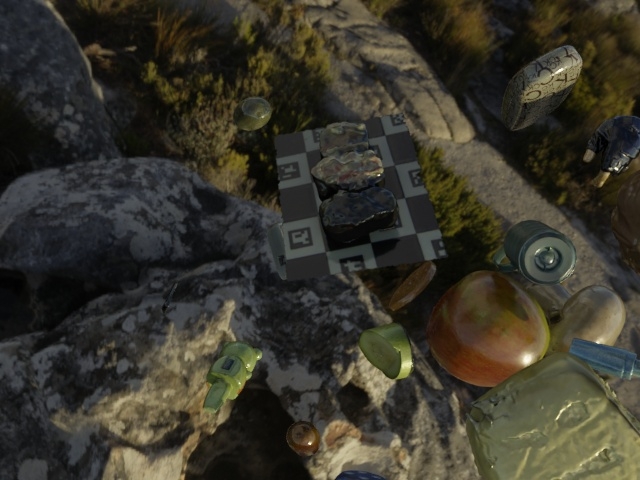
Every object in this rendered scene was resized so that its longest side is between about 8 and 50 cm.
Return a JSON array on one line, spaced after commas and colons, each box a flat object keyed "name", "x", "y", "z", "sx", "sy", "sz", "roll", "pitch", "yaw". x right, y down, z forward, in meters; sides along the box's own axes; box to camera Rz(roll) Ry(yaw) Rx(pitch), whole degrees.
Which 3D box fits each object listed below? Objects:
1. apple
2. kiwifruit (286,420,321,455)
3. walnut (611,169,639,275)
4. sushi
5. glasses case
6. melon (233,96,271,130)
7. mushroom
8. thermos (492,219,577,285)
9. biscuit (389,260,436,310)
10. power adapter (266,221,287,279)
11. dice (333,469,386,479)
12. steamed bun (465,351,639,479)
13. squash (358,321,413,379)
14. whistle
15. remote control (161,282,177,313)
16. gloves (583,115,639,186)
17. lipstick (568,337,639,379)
[{"name": "apple", "x": 0.484, "y": 0.261, "z": 1.540, "sx": 0.339, "sy": 0.339, "sz": 0.340, "roll": 10, "pitch": 54, "yaw": -14}, {"name": "kiwifruit", "x": -0.037, "y": 0.447, "z": 1.196, "sx": 0.075, "sy": 0.124, "sz": 0.075, "roll": -4, "pitch": 61, "yaw": 8}, {"name": "walnut", "x": 0.728, "y": -0.046, "z": 1.079, "sx": 0.273, "sy": 0.273, "sz": 0.227, "roll": -11, "pitch": 49, "yaw": -27}, {"name": "sushi", "x": 0.057, "y": -0.126, "z": 1.012, "sx": 0.296, "sy": 0.100, "sz": 0.373, "roll": -9, "pitch": 57, "yaw": 3}, {"name": "glasses case", "x": 0.480, "y": -0.326, "z": 1.176, "sx": 0.137, "sy": 0.354, "sz": 0.085, "roll": -27, "pitch": 80, "yaw": 11}, {"name": "melon", "x": -0.208, "y": -0.384, "z": 1.605, "sx": 0.098, "sy": 0.130, "sz": 0.098, "roll": 20, "pitch": 66, "yaw": -53}, {"name": "mushroom", "x": 0.770, "y": 0.247, "z": 1.659, "sx": 0.292, "sy": 0.292, "sz": 0.290, "roll": -23, "pitch": 44, "yaw": -32}, {"name": "thermos", "x": 0.568, "y": 0.028, "z": 1.451, "sx": 0.145, "sy": 0.182, "sz": 0.286, "roll": 49, "pitch": 11, "yaw": -5}, {"name": "biscuit", "x": 0.309, "y": 0.147, "z": 1.742, "sx": 0.029, "sy": 0.142, "sz": 0.221, "roll": 47, "pitch": 68, "yaw": -8}, {"name": "power adapter", "x": 0.000, "y": 0.000, "z": 1.196, "sx": 0.205, "sy": 0.130, "sz": 0.125, "roll": -16, "pitch": 87, "yaw": -19}, {"name": "dice", "x": 0.123, "y": 0.796, "z": 1.638, "sx": 0.146, "sy": 0.146, "sz": 0.143, "roll": 15, "pitch": 75, "yaw": -41}, {"name": "steamed bun", "x": 0.351, "y": 0.306, "z": 0.775, "sx": 0.273, "sy": 0.232, "sz": 0.166, "roll": 51, "pitch": 11, "yaw": 12}, {"name": "squash", "x": 0.252, "y": 0.421, "z": 1.981, "sx": 0.133, "sy": 0.220, "sz": 0.220, "roll": -10, "pitch": 61, "yaw": -27}, {"name": "whistle", "x": -0.272, "y": 0.400, "z": 1.584, "sx": 0.131, "sy": 0.106, "sz": 0.288, "roll": 12, "pitch": 34, "yaw": 9}, {"name": "remote control", "x": -0.407, "y": 0.153, "z": 1.425, "sx": 0.014, "sy": 0.039, "sz": 0.096, "roll": 24, "pitch": 33, "yaw": -13}, {"name": "gloves", "x": 0.835, "y": -0.247, "z": 1.509, "sx": 0.164, "sy": 0.124, "sz": 0.203, "roll": 16, "pitch": 82, "yaw": -4}, {"name": "lipstick", "x": 0.739, "y": 0.299, "z": 1.254, "sx": 0.274, "sy": 0.061, "sz": 0.068, "roll": 14, "pitch": 58, "yaw": 34}]
